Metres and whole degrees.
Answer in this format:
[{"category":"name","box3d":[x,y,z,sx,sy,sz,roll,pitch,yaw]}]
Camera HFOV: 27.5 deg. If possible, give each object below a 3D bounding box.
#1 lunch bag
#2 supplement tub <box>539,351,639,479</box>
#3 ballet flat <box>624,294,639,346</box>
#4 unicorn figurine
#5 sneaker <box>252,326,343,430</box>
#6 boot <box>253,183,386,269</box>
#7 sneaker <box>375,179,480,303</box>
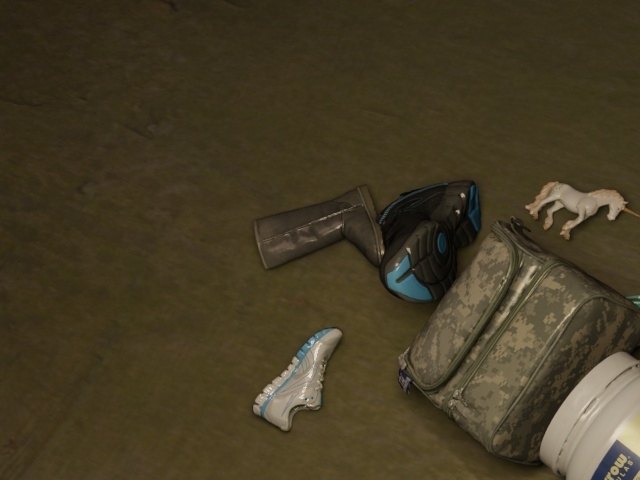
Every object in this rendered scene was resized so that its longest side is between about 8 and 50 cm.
[{"category":"lunch bag","box3d":[0.278,0.147,1.927,0.256,0.213,0.305,42,104,42]},{"category":"supplement tub","box3d":[0.487,0.325,1.784,0.235,0.235,0.325,-45,60,-12]},{"category":"ballet flat","box3d":[0.454,0.123,2.010,0.247,0.083,0.087,-3,85,14]},{"category":"unicorn figurine","box3d":[0.417,-0.053,2.119,0.162,0.060,0.111,35,76,29]},{"category":"sneaker","box3d":[-0.017,0.224,2.087,0.083,0.071,0.190,37,85,23]},{"category":"boot","box3d":[0.001,0.002,2.196,0.209,0.076,0.189,-17,45,-1]},{"category":"sneaker","box3d":[0.148,0.006,2.069,0.140,0.125,0.341,-1,20,24]}]
